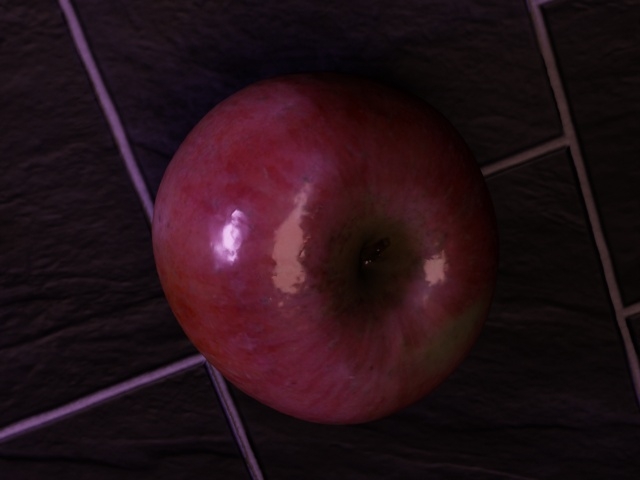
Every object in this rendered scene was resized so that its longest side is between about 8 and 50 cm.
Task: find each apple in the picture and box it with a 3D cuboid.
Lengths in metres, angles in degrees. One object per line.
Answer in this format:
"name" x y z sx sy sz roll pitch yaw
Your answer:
"apple" 0.000 0.000 1.829 0.345 0.269 0.344 -8 106 -27
